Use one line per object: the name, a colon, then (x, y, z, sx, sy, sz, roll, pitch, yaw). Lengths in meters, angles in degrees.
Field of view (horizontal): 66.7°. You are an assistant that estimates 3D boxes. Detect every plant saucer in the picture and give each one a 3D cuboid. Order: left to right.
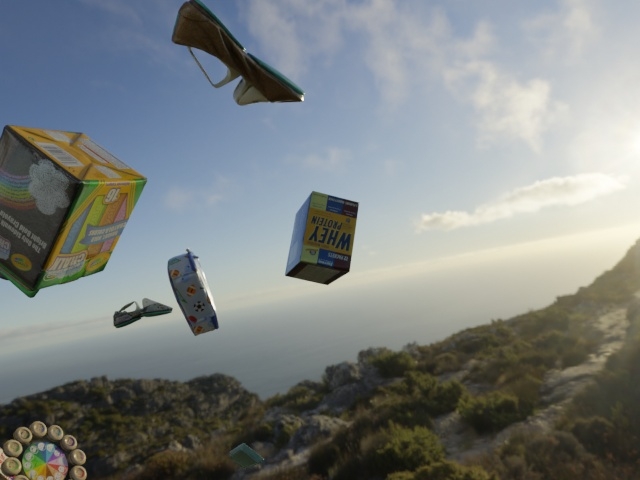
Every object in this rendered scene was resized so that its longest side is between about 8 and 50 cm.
plant saucer: (-0.196, 0.562, 1.260, 0.018, 0.067, 0.192, -52, -2, -35)

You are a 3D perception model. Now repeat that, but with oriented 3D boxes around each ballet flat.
ballet flat: (-0.322, 0.125, 0.873, 0.114, 0.041, 0.041, -17, -6, 8)
ballet flat: (-0.186, -0.383, 1.093, 0.124, 0.116, 0.342, -50, -45, 11)

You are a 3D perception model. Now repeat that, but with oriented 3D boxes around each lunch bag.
lunch bag: (-0.453, 0.180, 1.744, 0.115, 0.303, 0.243, -19, 4, -11)

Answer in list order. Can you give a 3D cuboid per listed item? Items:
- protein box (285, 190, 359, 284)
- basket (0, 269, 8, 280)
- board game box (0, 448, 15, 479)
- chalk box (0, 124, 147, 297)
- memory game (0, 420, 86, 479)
protein box: (0.000, 0.000, 1.353, 0.136, 0.199, 0.201, 13, -18, -12)
basket: (-0.846, 0.012, 1.350, 0.154, 0.204, 0.227, 12, -9, -31)
board game box: (-0.791, 0.492, 1.055, 0.194, 0.045, 0.146, -3, -45, -7)
chalk box: (-0.360, -0.026, 0.654, 0.213, 0.132, 0.132, -57, -8, 16)
memory game: (-0.565, 0.458, 1.004, 0.012, 0.186, 0.186, -42, -11, 10)
